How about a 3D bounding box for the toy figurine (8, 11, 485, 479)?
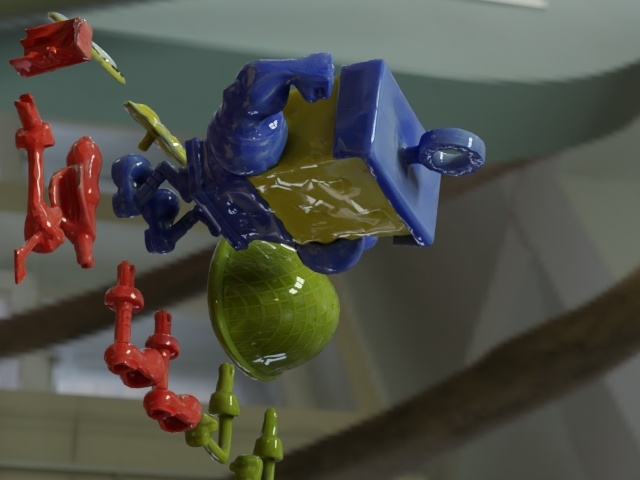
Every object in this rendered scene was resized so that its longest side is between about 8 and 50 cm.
[{"bbox_3d":[0.000,0.000,1.091,0.362,0.217,0.191,54,29,-51],"label":"toy figurine"}]
